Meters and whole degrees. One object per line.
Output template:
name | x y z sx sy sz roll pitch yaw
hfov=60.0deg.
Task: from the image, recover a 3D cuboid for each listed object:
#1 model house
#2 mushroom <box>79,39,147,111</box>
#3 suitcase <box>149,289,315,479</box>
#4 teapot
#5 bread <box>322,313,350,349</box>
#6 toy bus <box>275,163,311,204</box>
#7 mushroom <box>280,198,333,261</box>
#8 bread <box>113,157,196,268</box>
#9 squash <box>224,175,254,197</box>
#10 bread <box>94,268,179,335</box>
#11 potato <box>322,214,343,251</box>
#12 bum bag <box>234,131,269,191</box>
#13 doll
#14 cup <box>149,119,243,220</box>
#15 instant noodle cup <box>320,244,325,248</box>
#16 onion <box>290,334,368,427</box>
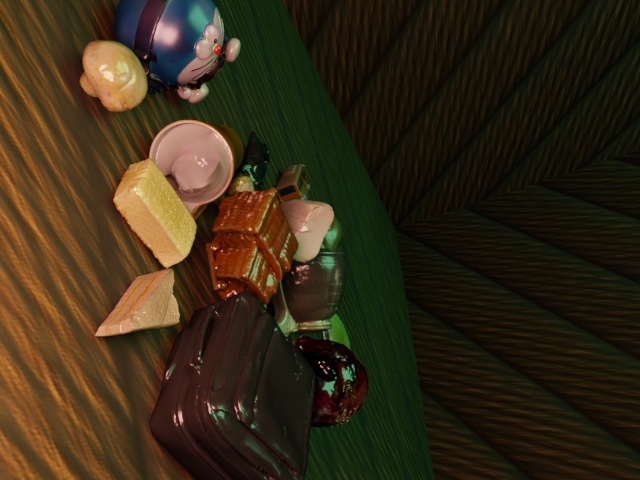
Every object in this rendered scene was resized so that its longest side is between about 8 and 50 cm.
model house | -0.161 0.015 1.223 0.199 0.220 0.229 -56 174 -35
mushroom | -0.398 -0.317 1.066 0.148 0.112 0.148 -18 90 -76
suitcase | -0.158 0.303 1.088 0.339 0.188 0.345 56 23 -27
teapot | -0.052 0.139 1.492 0.321 0.240 0.239 20 67 -76
bread | 0.060 0.350 1.959 0.228 0.034 0.228 56 22 -37
toy bus | -0.095 -0.195 1.956 0.182 0.091 0.103 -77 145 -58
mushroom | -0.099 -0.047 1.429 0.329 0.159 0.122 23 -28 55
bread | -0.323 -0.052 1.097 0.125 0.068 0.188 -86 153 -53
squash | -0.204 -0.105 1.376 0.239 0.069 0.069 134 -58 -71
bread | -0.312 0.103 0.941 0.152 0.077 0.105 15 62 -74
potato | 0.000 0.000 1.950 0.178 0.160 0.235 24 60 -36
bum bag | -0.202 -0.202 1.637 0.310 0.074 0.137 -84 163 -44
doll | -0.327 -0.461 1.262 0.240 0.284 0.310 25 5 -1
cup | -0.270 -0.170 1.278 0.264 0.183 0.226 -74 175 -73
instant noodle cup | -0.041 0.077 1.774 0.151 0.122 0.151 -16 90 -72
onion | -0.007 0.372 1.418 0.281 0.221 0.281 36 19 -15
